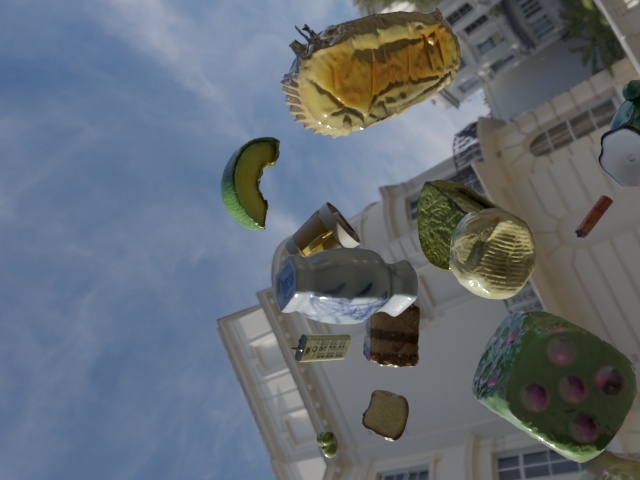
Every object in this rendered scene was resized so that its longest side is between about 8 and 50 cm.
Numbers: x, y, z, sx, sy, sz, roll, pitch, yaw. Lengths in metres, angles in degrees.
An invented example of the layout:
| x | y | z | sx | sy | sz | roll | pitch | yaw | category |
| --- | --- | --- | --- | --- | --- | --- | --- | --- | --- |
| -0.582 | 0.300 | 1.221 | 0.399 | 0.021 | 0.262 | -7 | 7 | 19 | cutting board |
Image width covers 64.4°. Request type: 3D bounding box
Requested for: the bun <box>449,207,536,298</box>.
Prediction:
| x | y | z | sx | sy | sz | roll | pitch | yaw | category |
| --- | --- | --- | --- | --- | --- | --- | --- | --- | --- |
| 0.410 | 0.028 | 1.246 | 0.230 | 0.145 | 0.229 | -5 | -80 | -26 | bun |

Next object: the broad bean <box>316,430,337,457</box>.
| x | y | z | sx | sy | sz | roll | pitch | yaw | category |
| --- | --- | --- | --- | --- | --- | --- | --- | --- | --- |
| 0.022 | 0.562 | 1.409 | 0.083 | 0.045 | 0.063 | 63 | -146 | -25 | broad bean |

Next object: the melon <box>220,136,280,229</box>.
| x | y | z | sx | sy | sz | roll | pitch | yaw | category |
| --- | --- | --- | --- | --- | --- | --- | --- | --- | --- |
| -0.217 | -0.156 | 1.379 | 0.129 | 0.169 | 0.264 | 18 | -111 | -34 | melon |

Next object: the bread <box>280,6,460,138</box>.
| x | y | z | sx | sy | sz | roll | pitch | yaw | category |
| --- | --- | --- | --- | --- | --- | --- | --- | --- | --- |
| 0.103 | -0.349 | 1.072 | 0.389 | 0.183 | 0.235 | -17 | -65 | -19 | bread |

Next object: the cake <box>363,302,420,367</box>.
| x | y | z | sx | sy | sz | roll | pitch | yaw | category |
| --- | --- | --- | --- | --- | --- | --- | --- | --- | --- |
| 0.272 | 0.311 | 1.900 | 0.199 | 0.197 | 0.292 | 67 | -151 | -88 | cake |

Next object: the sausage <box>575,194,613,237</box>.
| x | y | z | sx | sy | sz | roll | pitch | yaw | category |
| --- | --- | --- | --- | --- | --- | --- | --- | --- | --- |
| 0.693 | -0.057 | 1.297 | 0.034 | 0.129 | 0.034 | 40 | 175 | 4 | sausage |

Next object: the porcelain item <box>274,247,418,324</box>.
| x | y | z | sx | sy | sz | roll | pitch | yaw | category |
| --- | --- | --- | --- | --- | --- | --- | --- | --- | --- |
| 0.079 | 0.139 | 1.523 | 0.406 | 0.242 | 0.178 | 4 | -125 | -26 | porcelain item |

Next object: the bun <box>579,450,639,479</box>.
| x | y | z | sx | sy | sz | roll | pitch | yaw | category |
| --- | --- | --- | --- | --- | --- | --- | --- | --- | --- |
| 0.723 | 0.652 | 1.153 | 0.361 | 0.213 | 0.360 | 38 | -139 | -42 | bun |

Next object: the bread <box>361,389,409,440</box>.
| x | y | z | sx | sy | sz | roll | pitch | yaw | category |
| --- | --- | --- | --- | --- | --- | --- | --- | --- | --- |
| 0.193 | 0.505 | 1.482 | 0.044 | 0.126 | 0.128 | 51 | -121 | -69 | bread |

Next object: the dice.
| x | y | z | sx | sy | sz | roll | pitch | yaw | category |
| --- | --- | --- | --- | --- | --- | --- | --- | --- | --- |
| 0.639 | 0.392 | 1.435 | 0.331 | 0.318 | 0.322 | 31 | 174 | 8 | dice |

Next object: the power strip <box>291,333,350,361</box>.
| x | y | z | sx | sy | sz | roll | pitch | yaw | category |
| --- | --- | --- | --- | --- | --- | --- | --- | --- | --- |
| -0.001 | 0.356 | 1.693 | 0.268 | 0.034 | 0.092 | 11 | -80 | -46 | power strip |

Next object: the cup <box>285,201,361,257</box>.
| x | y | z | sx | sy | sz | roll | pitch | yaw | category |
| --- | --- | --- | --- | --- | --- | --- | --- | --- | --- |
| 0.000 | 0.000 | 1.744 | 0.185 | 0.226 | 0.241 | 52 | -166 | 3 | cup |

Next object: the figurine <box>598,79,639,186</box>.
| x | y | z | sx | sy | sz | roll | pitch | yaw | category |
| --- | --- | --- | --- | --- | --- | --- | --- | --- | --- |
| 0.945 | -0.324 | 1.429 | 0.340 | 0.232 | 0.323 | -41 | -71 | -23 | figurine |

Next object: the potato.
| x | y | z | sx | sy | sz | roll | pitch | yaw | category |
| --- | --- | --- | --- | --- | --- | --- | --- | --- | --- |
| 0.482 | -0.035 | 1.706 | 0.280 | 0.212 | 0.330 | -6 | -136 | -43 | potato |
